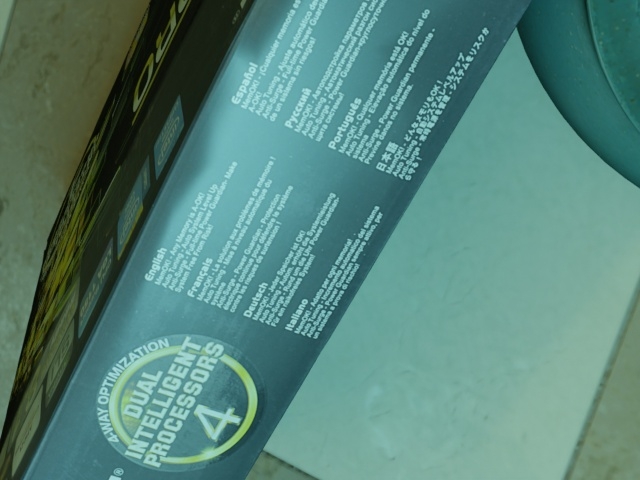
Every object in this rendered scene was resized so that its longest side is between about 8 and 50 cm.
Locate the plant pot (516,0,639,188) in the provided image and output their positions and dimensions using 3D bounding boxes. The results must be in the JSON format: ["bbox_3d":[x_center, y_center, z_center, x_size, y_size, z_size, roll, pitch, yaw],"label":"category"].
[{"bbox_3d":[0.201,-0.118,0.389,0.293,0.196,0.293,8,116,18],"label":"plant pot"}]

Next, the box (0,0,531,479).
[{"bbox_3d":[-0.041,-0.066,0.493,0.395,0.097,0.318,-60,22,22],"label":"box"}]
